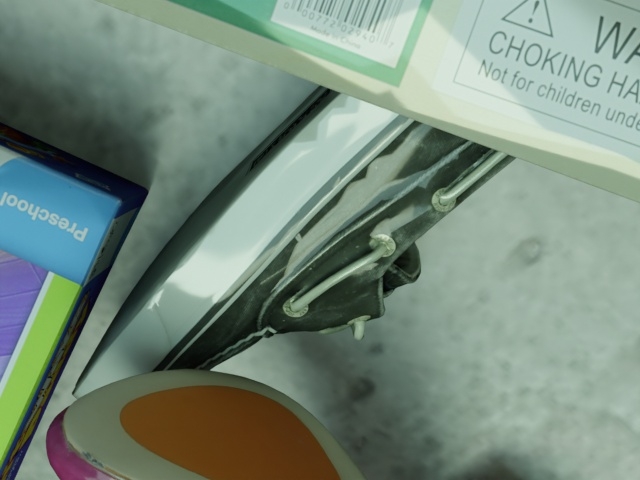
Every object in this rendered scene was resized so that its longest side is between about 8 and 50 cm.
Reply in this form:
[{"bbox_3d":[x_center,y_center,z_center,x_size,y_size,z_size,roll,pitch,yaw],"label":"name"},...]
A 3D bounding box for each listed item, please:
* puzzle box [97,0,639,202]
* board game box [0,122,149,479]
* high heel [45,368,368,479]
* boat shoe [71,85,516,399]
[{"bbox_3d":[0.101,-0.147,0.330,0.409,0.052,0.272,21,107,-1],"label":"puzzle box"},{"bbox_3d":[-0.267,0.017,0.456,0.347,0.078,0.233,24,94,-3],"label":"board game box"},{"bbox_3d":[-0.013,0.121,0.473,0.244,0.082,0.117,20,119,-44],"label":"high heel"},{"bbox_3d":[0.000,0.000,0.448,0.070,0.077,0.219,41,116,-11],"label":"boat shoe"}]
